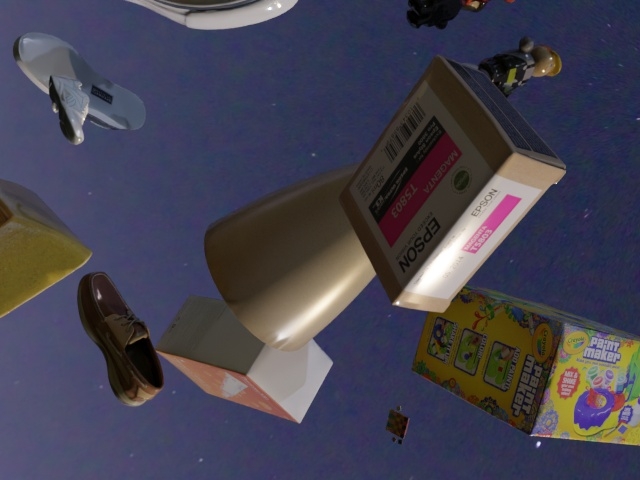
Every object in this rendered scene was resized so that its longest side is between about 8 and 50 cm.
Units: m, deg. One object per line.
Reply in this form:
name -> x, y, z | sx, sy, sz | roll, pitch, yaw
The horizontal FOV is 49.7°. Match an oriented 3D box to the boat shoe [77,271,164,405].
boat shoe -> -0.444, 0.214, 1.578 | 0.116, 0.123, 0.324 | -23, -87, 30

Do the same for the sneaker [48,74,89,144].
sneaker -> -0.437, -0.236, 1.228 | 0.053, 0.061, 0.152 | -53, -127, 46

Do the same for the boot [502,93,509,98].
boot -> 0.271, -0.240, 1.335 | 0.246, 0.161, 0.083 | -43, -84, 10

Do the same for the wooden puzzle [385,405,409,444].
wooden puzzle -> 0.167, 0.399, 1.503 | 0.049, 0.006, 0.083 | 20, -77, 38

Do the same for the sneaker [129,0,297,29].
sneaker -> -0.140, -0.255, 0.605 | 0.258, 0.091, 0.094 | 14, -112, 16

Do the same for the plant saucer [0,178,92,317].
plant saucer -> -0.502, 0.032, 0.889 | 0.333, 0.333, 0.081 | 28, -33, 50

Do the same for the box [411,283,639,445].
box -> 0.367, 0.200, 1.168 | 0.279, 0.290, 0.177 | 19, -86, 58

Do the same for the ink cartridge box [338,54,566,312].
ink cartridge box -> 0.139, -0.064, 0.812 | 0.234, 0.088, 0.193 | -56, -140, 30

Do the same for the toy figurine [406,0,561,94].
toy figurine -> 0.258, -0.328, 1.085 | 0.213, 0.148, 0.209 | 3, -66, 68

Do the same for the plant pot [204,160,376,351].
plant pot -> 0.000, 0.000, 1.108 | 0.274, 0.256, 0.256 | -35, -98, 21

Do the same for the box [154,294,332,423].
box -> -0.183, 0.268, 1.614 | 0.345, 0.168, 0.215 | 3, -37, 44

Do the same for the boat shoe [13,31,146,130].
boat shoe -> -0.498, -0.310, 1.398 | 0.105, 0.306, 0.113 | -2, -105, 33
